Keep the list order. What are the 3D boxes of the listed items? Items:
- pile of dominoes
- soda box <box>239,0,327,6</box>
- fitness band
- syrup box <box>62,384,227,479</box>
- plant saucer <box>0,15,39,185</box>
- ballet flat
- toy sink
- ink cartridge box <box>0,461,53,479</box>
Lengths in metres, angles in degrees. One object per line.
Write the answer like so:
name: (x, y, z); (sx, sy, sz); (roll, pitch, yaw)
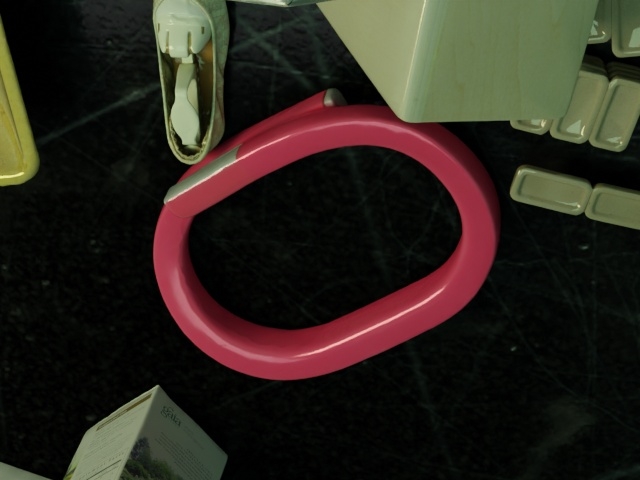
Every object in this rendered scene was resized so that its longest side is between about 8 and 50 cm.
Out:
pile of dominoes: (0.267, -0.095, 1.251); (0.251, 0.040, 0.196); (13, 123, -6)
soda box: (-0.106, -0.216, 1.132); (0.286, 0.091, 0.098); (10, 107, 35)
fitness band: (0.000, 0.000, 1.345); (0.290, 0.054, 0.209); (-26, 116, 25)
syrup box: (-0.163, 0.235, 1.409); (0.096, 0.237, 0.093); (-33, 109, 26)
plant saucer: (-0.388, -0.197, 1.284); (0.332, 0.081, 0.333); (-2, 120, 13)
ballet flat: (-0.096, -0.134, 1.278); (0.057, 0.052, 0.168); (1, 121, 11)
toy sink: (0.083, -0.202, 1.138); (0.131, 0.234, 0.153); (-3, 124, -22)
ink cartridge box: (-0.271, 0.315, 1.545); (0.128, 0.127, 0.176); (19, 123, 0)
